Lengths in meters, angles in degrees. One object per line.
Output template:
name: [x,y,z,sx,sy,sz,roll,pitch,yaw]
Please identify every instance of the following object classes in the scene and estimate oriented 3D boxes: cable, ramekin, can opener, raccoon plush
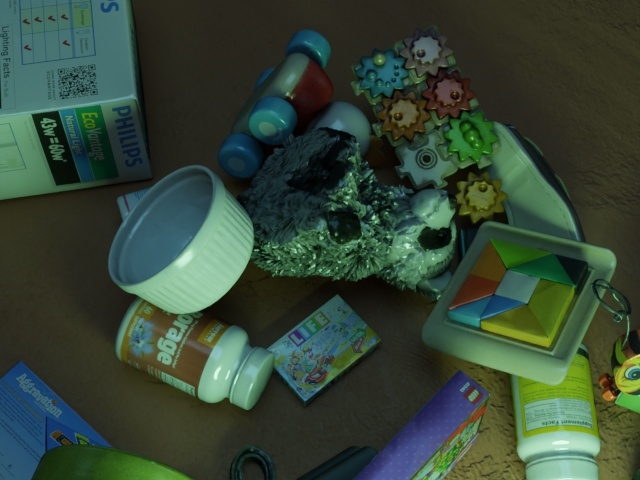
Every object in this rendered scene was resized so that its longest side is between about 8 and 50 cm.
cable: [-0.085,0.420,1.459,0.139,0.072,0.287,11,61,1]
ramekin: [-0.190,0.006,1.518,0.207,0.109,0.207,-28,39,26]
can opener: [-0.027,0.382,1.455,0.283,0.076,0.095,-25,94,-32]
raccoon plush: [0.000,0.000,1.675,0.446,0.299,0.216,-13,53,36]

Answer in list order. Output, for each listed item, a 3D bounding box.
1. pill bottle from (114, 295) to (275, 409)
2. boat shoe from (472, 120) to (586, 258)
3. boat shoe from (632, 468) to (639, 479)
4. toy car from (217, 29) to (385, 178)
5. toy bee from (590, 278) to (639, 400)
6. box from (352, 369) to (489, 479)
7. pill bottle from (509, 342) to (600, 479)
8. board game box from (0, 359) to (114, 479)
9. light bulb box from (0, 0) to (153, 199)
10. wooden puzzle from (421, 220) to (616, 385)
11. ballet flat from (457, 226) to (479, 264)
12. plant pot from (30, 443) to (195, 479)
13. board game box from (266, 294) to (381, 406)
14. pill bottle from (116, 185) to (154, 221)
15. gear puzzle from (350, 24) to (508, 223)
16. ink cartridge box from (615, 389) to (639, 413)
pill bottle: [-0.182,0.164,1.575,0.216,0.121,0.121,23,63,12]
boat shoe: [0.348,-0.051,1.706,0.096,0.116,0.324,7,48,-46]
boat shoe: [0.478,0.351,1.507,0.070,0.078,0.219,8,63,42]
toy car: [-0.008,-0.176,1.761,0.238,0.210,0.219,35,48,-13]
toy bee: [0.475,0.167,1.507,0.298,0.162,0.195,34,35,4]
box: [0.105,0.325,1.439,0.057,0.201,0.293,40,68,20]
pill bottle: [0.335,0.254,1.527,0.119,0.119,0.208,0,61,0]
board game box: [-0.394,0.308,1.535,0.281,0.027,0.145,37,69,24]
light bulb box: [-0.479,-0.278,1.763,0.361,0.225,0.358,-8,60,-5]
wooden puzzle: [0.289,0.079,1.557,0.221,0.044,0.239,15,57,28]
ballet flat: [0.246,0.068,1.662,0.074,0.074,0.203,6,59,3]
plant pot: [-0.284,0.451,1.287,0.366,0.366,0.353,11,57,6]
board game box: [0.002,0.166,1.628,0.154,0.026,0.103,-37,67,-19]
pill bottle: [-0.239,-0.051,1.715,0.160,0.087,0.087,-18,62,-10]
gear puzzle: [0.185,-0.175,1.694,0.175,0.044,0.339,-26,79,-4]
ink cartridge box: [0.555,0.224,1.577,0.209,0.062,0.109,22,63,11]
